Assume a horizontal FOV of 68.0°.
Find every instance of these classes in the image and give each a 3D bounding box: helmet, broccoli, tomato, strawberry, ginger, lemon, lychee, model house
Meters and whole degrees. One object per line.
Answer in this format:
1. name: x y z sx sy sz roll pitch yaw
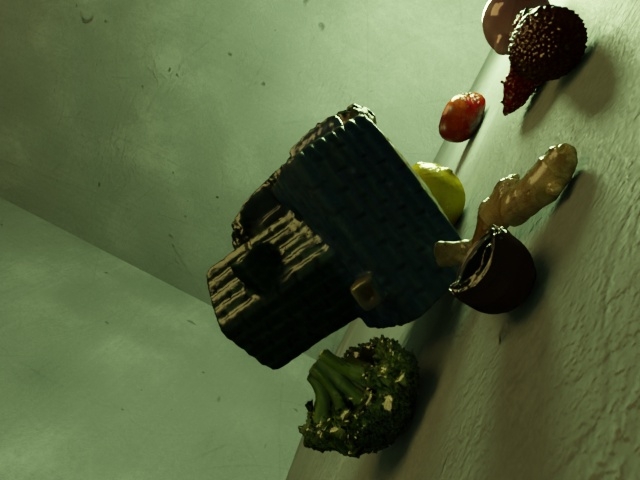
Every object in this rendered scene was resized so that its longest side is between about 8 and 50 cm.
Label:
1. helmet: 0.200 0.039 0.539 0.098 0.070 0.123 -59 -10 13
2. broccoli: 0.063 0.249 0.767 0.227 0.175 0.198 91 -162 -44
3. tomato: 0.499 -0.408 1.609 0.189 0.099 0.174 -14 -53 -30
4. strawberry: 0.437 -0.363 0.961 0.167 0.086 0.208 -32 -52 -43
5. ginger: 0.245 -0.033 0.659 0.288 0.075 0.089 118 158 -61
6. lemon: 0.256 -0.092 1.157 0.203 0.178 0.178 -61 -2 31
7. lychee: 0.371 -0.320 0.778 0.129 0.123 0.123 -73 5 -54
8. model house: 0.000 0.000 0.915 0.445 0.395 0.400 -35 5 18

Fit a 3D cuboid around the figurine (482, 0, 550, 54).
1. figurine: 0.498 -0.563 1.212 0.173 0.173 0.173 -63 -4 -9
